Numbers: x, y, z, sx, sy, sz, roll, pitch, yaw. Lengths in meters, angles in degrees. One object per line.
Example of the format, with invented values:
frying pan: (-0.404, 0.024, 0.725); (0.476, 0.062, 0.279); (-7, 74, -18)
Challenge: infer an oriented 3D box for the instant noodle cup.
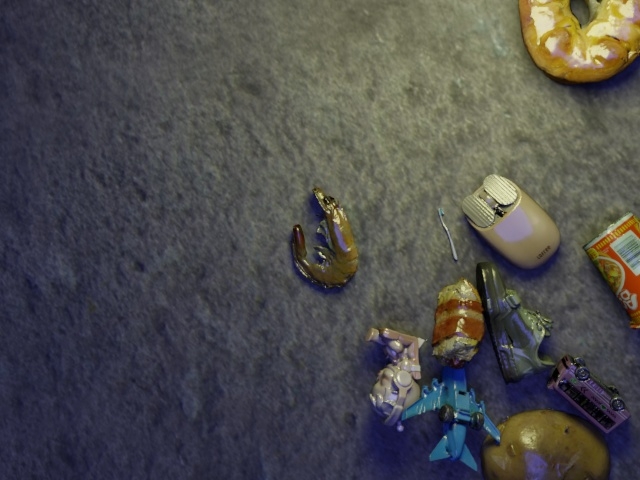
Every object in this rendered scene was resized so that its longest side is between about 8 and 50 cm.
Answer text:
instant noodle cup: (0.692, 0.058, 1.470); (0.193, 0.193, 0.212); (-40, 76, 10)

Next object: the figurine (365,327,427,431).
figurine: (0.169, 0.327, 1.587); (0.141, 0.162, 0.236); (8, 84, -8)

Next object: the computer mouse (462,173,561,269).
computer mouse: (0.443, -0.040, 1.553); (0.145, 0.082, 0.236); (-44, 85, 11)

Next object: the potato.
potato: (0.521, 0.515, 1.553); (0.299, 0.116, 0.238); (-5, 87, 10)

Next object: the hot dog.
hot dog: (0.323, 0.193, 1.558); (0.103, 0.146, 0.213); (21, 68, -16)

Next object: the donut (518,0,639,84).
donut: (0.574, -0.503, 1.469); (0.299, 0.150, 0.317); (30, 99, 9)

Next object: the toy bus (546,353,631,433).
toy bus: (0.610, 0.350, 1.536); (0.178, 0.087, 0.098); (42, 106, 5)

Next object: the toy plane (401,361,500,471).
toy plane: (0.309, 0.380, 1.546); (0.254, 0.105, 0.271); (17, 64, -16)

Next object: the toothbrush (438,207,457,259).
toothbrush: (0.307, -0.015, 1.617); (0.013, 0.011, 0.131); (-18, 90, 33)

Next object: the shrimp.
shrimp: (0.000, 0.000, 1.661); (0.173, 0.058, 0.253); (-23, 90, 20)

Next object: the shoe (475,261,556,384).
shoe: (0.458, 0.179, 1.552); (0.149, 0.109, 0.292); (-13, 93, 7)
